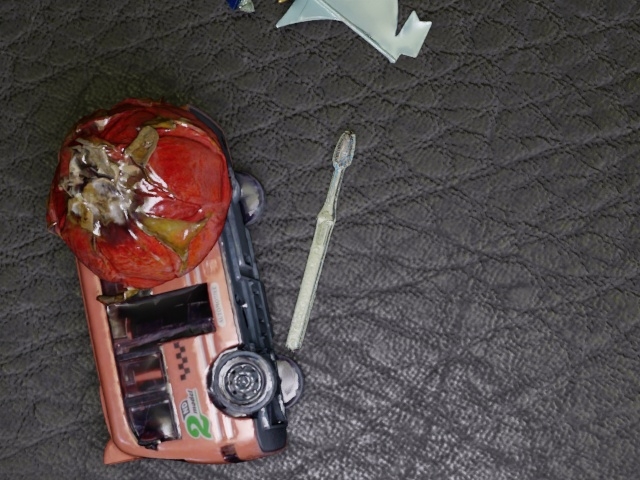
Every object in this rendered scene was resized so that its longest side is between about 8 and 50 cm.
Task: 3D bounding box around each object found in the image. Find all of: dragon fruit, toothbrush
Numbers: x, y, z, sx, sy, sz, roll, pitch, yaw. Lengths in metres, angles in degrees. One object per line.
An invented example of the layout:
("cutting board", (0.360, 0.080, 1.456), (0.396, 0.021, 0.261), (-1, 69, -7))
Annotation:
("dragon fruit", (-0.221, -0.059, 1.628), (0.224, 0.148, 0.218), (-35, 76, 9))
("toothbrush", (0.000, 0.001, 1.866), (0.026, 0.028, 0.294), (14, 89, 5))

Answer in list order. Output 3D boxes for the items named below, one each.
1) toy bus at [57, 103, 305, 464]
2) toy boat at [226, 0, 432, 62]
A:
("toy bus", (-0.173, 0.066, 1.778), (0.233, 0.203, 0.426), (-13, 82, 9))
("toy boat", (0.016, -0.336, 1.888), (0.291, 0.067, 0.220), (38, 86, 3))
